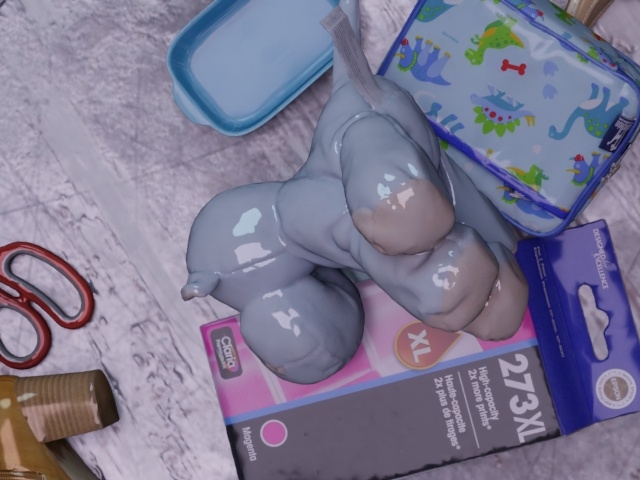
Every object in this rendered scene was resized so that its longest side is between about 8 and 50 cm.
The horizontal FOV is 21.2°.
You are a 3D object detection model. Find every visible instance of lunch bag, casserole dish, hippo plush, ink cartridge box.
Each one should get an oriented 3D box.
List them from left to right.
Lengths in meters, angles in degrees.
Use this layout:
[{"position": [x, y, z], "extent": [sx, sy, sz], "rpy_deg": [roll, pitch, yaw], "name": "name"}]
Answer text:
[{"position": [-0.049, -0.175, 1.527], "extent": [0.188, 0.037, 0.114], "rpy_deg": [-40, 84, 3], "name": "casserole dish"}, {"position": [0.000, 0.000, 1.360], "extent": [0.236, 0.234, 0.294], "rpy_deg": [-33, 100, 14], "name": "hippo plush"}, {"position": [0.093, 0.110, 1.493], "extent": [0.371, 0.069, 0.175], "rpy_deg": [-15, 87, 4], "name": "ink cartridge box"}, {"position": [0.160, -0.118, 1.460], "extent": [0.219, 0.090, 0.176], "rpy_deg": [37, 115, 7], "name": "lunch bag"}]

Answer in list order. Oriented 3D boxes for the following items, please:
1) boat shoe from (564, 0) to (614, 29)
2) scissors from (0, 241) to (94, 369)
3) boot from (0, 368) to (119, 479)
[{"position": [0.272, -0.242, 1.478], "extent": [0.059, 0.063, 0.170], "rpy_deg": [35, 92, 12], "name": "boat shoe"}, {"position": [-0.341, 0.002, 1.567], "extent": [0.297, 0.021, 0.109], "rpy_deg": [38, 95, 7], "name": "scissors"}, {"position": [-0.265, 0.266, 1.518], "extent": [0.211, 0.104, 0.295], "rpy_deg": [-14, 84, 12], "name": "boot"}]
